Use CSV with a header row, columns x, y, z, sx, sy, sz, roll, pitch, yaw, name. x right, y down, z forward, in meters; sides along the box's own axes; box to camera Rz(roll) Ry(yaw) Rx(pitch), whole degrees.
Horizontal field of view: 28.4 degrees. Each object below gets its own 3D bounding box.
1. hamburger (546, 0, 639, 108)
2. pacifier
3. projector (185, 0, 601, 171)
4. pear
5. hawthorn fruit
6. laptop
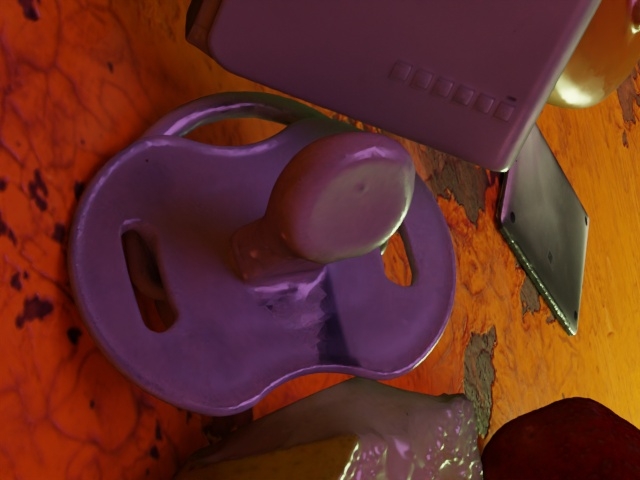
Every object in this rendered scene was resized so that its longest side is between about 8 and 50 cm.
x,y,z,sx,sy,sz,roll,pitch,yaw,name
0.156,-0.285,1.084,0.395,0.277,0.396,-11,103,-58,hamburger
-0.020,-0.016,0.817,0.279,0.207,0.227,-10,76,-27,pacifier
0.059,-0.185,0.855,0.108,0.250,0.198,-98,-150,-62,projector
-0.011,0.243,0.859,0.282,0.176,0.286,-11,93,-57,pear
0.261,0.283,1.274,0.250,0.215,0.215,-85,154,-55,hawthorn fruit
0.281,-0.025,1.559,0.269,0.015,0.188,50,44,-45,laptop
